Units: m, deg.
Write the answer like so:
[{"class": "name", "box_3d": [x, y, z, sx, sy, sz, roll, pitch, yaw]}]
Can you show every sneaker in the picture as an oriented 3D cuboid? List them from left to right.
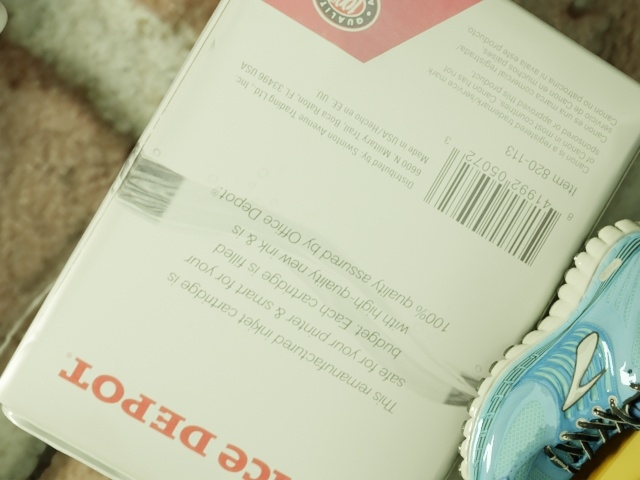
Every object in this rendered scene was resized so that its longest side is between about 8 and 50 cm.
[{"class": "sneaker", "box_3d": [0.124, 0.068, 0.529, 0.063, 0.073, 0.162, 35, 87, -46]}]

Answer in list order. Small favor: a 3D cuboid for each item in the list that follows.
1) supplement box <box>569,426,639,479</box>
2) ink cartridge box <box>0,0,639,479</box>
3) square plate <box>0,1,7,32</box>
[{"class": "supplement box", "box_3d": [0.247, 0.113, 0.610, 0.194, 0.129, 0.191, 40, 88, -3]}, {"class": "ink cartridge box", "box_3d": [0.000, 0.000, 0.587, 0.207, 0.117, 0.283, 31, 89, -8]}, {"class": "square plate", "box_3d": [-0.376, -0.112, 0.503, 0.347, 0.049, 0.344, 41, 64, -6]}]
